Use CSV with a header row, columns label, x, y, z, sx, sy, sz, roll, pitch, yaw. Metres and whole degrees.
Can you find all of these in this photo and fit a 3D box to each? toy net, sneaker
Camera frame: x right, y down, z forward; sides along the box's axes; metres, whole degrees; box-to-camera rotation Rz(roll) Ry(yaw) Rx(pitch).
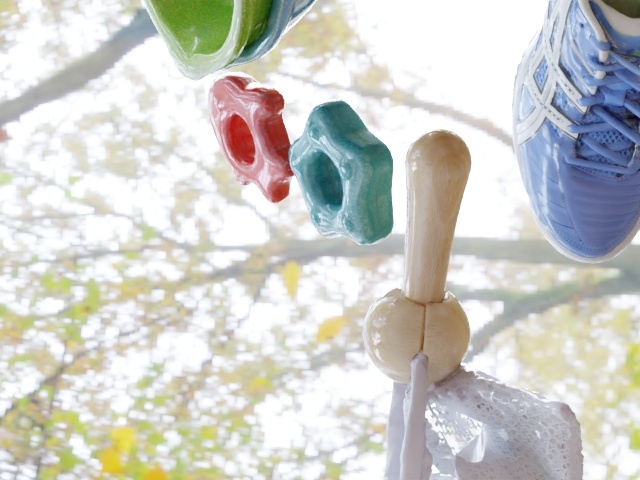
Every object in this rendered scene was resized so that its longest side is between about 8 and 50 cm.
label,x,y,z,sx,sy,sz,roll,pitch,yaw
toy net,0.000,0.000,0.424,0.045,0.122,0.232,-20,-96,-29
sneaker,0.130,-0.084,0.702,0.081,0.080,0.211,-71,-16,-65
